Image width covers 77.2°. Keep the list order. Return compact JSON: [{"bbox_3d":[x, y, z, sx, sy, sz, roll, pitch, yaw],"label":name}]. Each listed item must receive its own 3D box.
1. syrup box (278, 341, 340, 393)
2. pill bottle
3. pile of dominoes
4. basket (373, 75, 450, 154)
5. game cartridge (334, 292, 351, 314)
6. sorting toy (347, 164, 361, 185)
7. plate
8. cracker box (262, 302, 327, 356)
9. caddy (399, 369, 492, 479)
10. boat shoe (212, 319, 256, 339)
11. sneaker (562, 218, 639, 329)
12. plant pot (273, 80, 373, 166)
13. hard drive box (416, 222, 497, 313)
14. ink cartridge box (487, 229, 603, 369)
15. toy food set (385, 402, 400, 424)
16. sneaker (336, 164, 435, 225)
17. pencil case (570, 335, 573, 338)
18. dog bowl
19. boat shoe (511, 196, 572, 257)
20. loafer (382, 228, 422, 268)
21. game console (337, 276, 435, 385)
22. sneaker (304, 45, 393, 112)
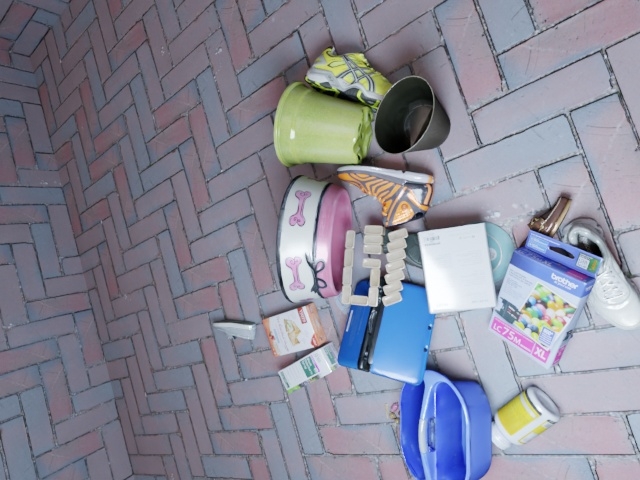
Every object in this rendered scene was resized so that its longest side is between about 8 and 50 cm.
[{"bbox_3d":[-0.037,0.476,1.498,0.237,0.096,0.093,-37,75,31],"label":"syrup box"},{"bbox_3d":[0.555,0.498,1.111,0.103,0.103,0.184,47,117,20],"label":"pill bottle"},{"bbox_3d":[0.170,0.080,1.243,0.196,0.040,0.251,3,86,24],"label":"pile of dominoes"},{"bbox_3d":[0.274,-0.334,1.132,0.154,0.227,0.204,32,112,26],"label":"basket"},{"bbox_3d":[0.083,0.221,1.441,0.056,0.017,0.083,-40,74,26],"label":"game cartridge"},{"bbox_3d":[0.117,-0.235,1.373,0.062,0.012,0.083,-16,86,31],"label":"sorting toy"},{"bbox_3d":[0.463,0.038,1.170,0.188,0.024,0.188,4,96,33],"label":"plate"},{"bbox_3d":[-0.103,0.346,1.544,0.232,0.067,0.155,-24,82,32],"label":"cracker box"},{"bbox_3d":[0.345,0.545,1.158,0.241,0.179,0.341,-6,81,53],"label":"caddy"},{"bbox_3d":[-0.372,0.387,1.715,0.228,0.079,0.081,-1,90,30],"label":"boat shoe"},{"bbox_3d":[0.684,0.087,0.977,0.110,0.118,0.292,-31,80,30],"label":"sneaker"},{"bbox_3d":[0.026,-0.354,1.292,0.254,0.276,0.276,14,103,20],"label":"plant pot"},{"bbox_3d":[0.378,0.076,1.127,0.181,0.089,0.232,-8,90,12],"label":"hard drive box"},{"bbox_3d":[0.558,0.149,1.023,0.186,0.065,0.311,36,127,46],"label":"ink cartridge box"},{"bbox_3d":[0.273,0.588,1.353,0.122,0.019,0.078,-6,92,33],"label":"toy food set"},{"bbox_3d":[0.187,-0.139,1.267,0.321,0.125,0.180,14,102,29],"label":"sneaker"},{"bbox_3d":[0.616,0.191,1.062,0.070,0.064,0.151,-13,88,20],"label":"pencil case"},{"bbox_3d":[0.000,0.000,1.264,0.150,0.408,0.408,3,97,15],"label":"dog bowl"},{"bbox_3d":[0.580,-0.025,1.057,0.073,0.073,0.207,30,110,25],"label":"boat shoe"},{"bbox_3d":[0.281,0.031,1.268,0.268,0.084,0.096,21,75,26],"label":"loafer"},{"bbox_3d":[0.207,0.281,1.274,0.250,0.173,0.293,-25,45,65],"label":"game console"},{"bbox_3d":[0.127,-0.510,1.264,0.385,0.145,0.147,28,97,20],"label":"sneaker"}]
